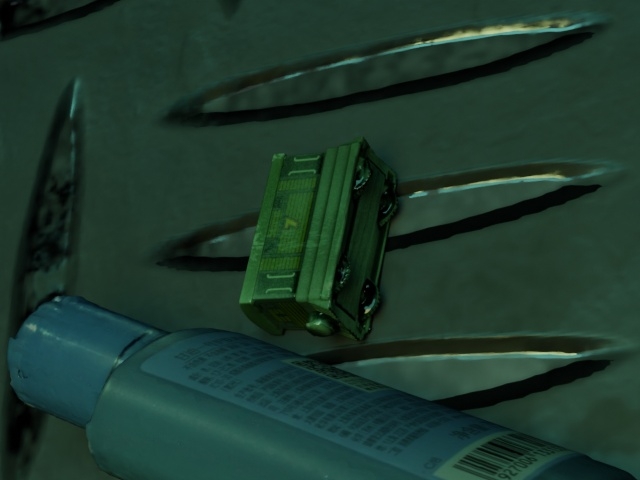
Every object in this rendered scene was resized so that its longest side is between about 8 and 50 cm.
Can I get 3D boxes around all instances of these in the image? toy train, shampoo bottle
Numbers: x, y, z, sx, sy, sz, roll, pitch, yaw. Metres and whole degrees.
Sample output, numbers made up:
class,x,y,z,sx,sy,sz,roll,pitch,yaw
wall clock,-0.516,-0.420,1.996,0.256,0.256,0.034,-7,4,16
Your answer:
class,x,y,z,sx,sy,sz,roll,pitch,yaw
toy train,0.000,0.000,0.666,0.056,0.038,0.093,-4,60,29
shampoo bottle,-0.012,0.079,0.587,0.258,0.104,0.061,17,106,31
